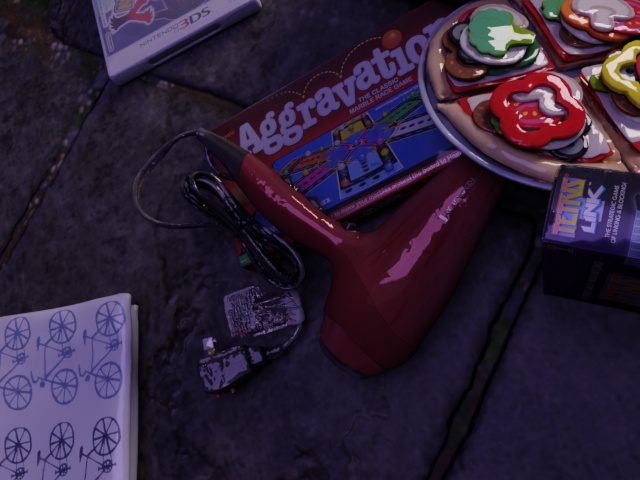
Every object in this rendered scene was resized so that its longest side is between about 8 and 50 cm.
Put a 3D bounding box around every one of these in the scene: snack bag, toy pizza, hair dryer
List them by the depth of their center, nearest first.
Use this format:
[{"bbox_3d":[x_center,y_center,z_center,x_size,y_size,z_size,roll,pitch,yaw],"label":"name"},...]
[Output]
[{"bbox_3d":[0.168,-0.118,0.411,0.201,0.032,0.201,-2,58,4],"label":"toy pizza"},{"bbox_3d":[0.000,0.000,0.459,0.293,0.080,0.224,-15,97,12],"label":"hair dryer"},{"bbox_3d":[-0.319,0.229,0.565,0.342,0.037,0.323,-10,72,17],"label":"snack bag"}]

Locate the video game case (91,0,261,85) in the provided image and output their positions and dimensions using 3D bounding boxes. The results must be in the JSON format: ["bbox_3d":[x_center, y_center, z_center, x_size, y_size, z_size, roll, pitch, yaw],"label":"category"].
[{"bbox_3d":[-0.174,-0.294,0.673,0.183,0.023,0.201,-24,68,12],"label":"video game case"}]

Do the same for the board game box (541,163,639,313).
[{"bbox_3d":[0.210,0.013,0.363,0.141,0.170,0.048,10,80,23],"label":"board game box"}]

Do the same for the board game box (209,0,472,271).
[{"bbox_3d":[0.033,-0.095,0.518,0.281,0.027,0.145,-26,67,19],"label":"board game box"}]
